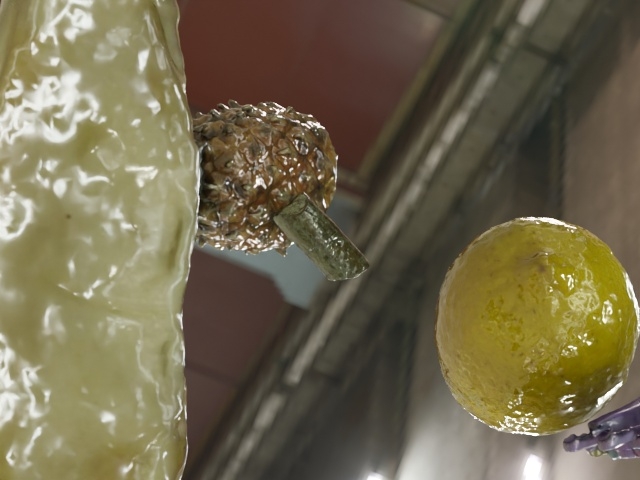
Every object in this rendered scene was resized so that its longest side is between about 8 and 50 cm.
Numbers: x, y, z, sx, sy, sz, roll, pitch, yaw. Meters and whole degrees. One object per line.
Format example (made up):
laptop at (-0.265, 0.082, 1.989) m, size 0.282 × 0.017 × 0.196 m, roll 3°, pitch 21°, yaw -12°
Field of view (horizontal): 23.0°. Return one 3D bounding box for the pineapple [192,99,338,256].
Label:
pineapple at (-0.119, -0.064, 1.487) m, size 0.157 × 0.278 × 0.158 m, roll 0°, pitch -90°, yaw 45°

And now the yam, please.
yam at (0.000, 0.000, 1.449) m, size 0.043 × 0.094 × 0.043 m, roll -40°, pitch -169°, yaw 9°

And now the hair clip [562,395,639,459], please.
hair clip at (0.386, 0.193, 1.755) m, size 0.137 × 0.090 × 0.278 m, roll -7°, pitch -163°, yaw 47°

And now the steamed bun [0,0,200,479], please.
steamed bun at (-0.219, 0.026, 0.987) m, size 0.189 × 0.247 × 0.428 m, roll -10°, pitch -100°, yaw 48°

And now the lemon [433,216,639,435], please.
lemon at (0.259, 0.109, 1.907) m, size 0.310 × 0.253 × 0.254 m, roll 92°, pitch 11°, yaw -53°
